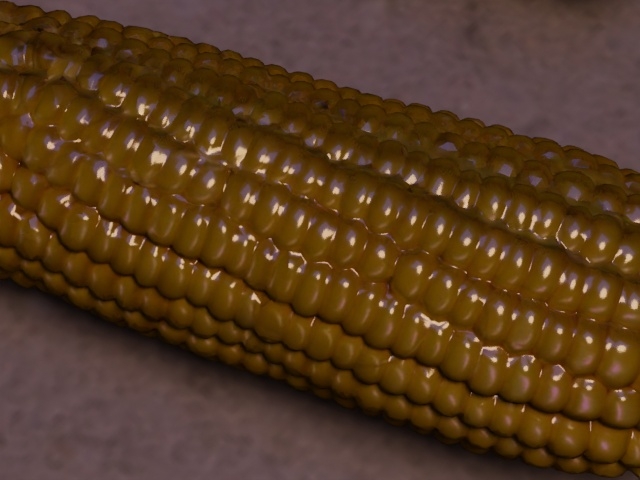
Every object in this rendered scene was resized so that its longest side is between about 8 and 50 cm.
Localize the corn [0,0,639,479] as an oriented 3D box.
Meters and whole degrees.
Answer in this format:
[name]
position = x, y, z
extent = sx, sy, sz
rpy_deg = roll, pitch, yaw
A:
[corn]
position = 0.000, 0.000, 0.728
extent = 0.387, 0.144, 0.144
rpy_deg = 15, 66, 5
